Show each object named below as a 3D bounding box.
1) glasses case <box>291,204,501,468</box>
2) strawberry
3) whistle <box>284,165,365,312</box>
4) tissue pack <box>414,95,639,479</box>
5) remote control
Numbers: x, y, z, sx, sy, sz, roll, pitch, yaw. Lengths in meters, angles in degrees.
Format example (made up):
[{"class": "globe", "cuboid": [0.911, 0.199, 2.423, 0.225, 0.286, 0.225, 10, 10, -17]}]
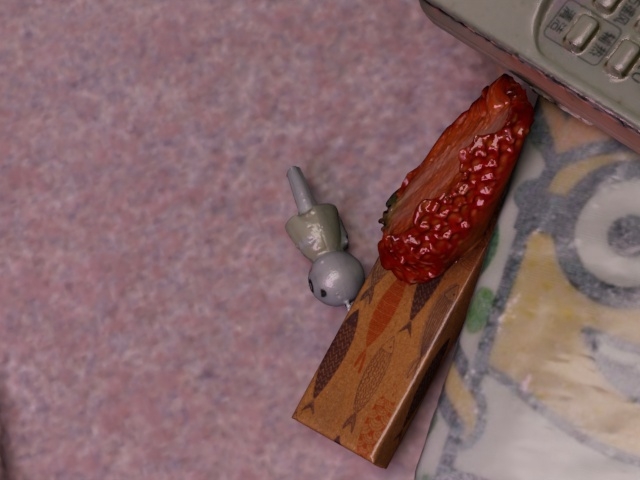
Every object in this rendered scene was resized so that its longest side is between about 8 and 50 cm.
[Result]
[{"class": "glasses case", "cuboid": [0.053, 0.049, 1.062, 0.064, 0.041, 0.170, 25, 84, 31]}, {"class": "strawberry", "cuboid": [0.079, -0.031, 0.995, 0.048, 0.152, 0.104, 33, 52, -12]}, {"class": "whistle", "cuboid": [0.000, 0.000, 1.090, 0.035, 0.035, 0.100, -25, 70, 7]}, {"class": "tissue pack", "cuboid": [0.207, 0.034, 0.983, 0.228, 0.128, 0.311, 16, 79, 17]}, {"class": "remote control", "cuboid": [0.215, -0.098, 0.923, 0.344, 0.050, 0.145, 35, 85, 22]}]
